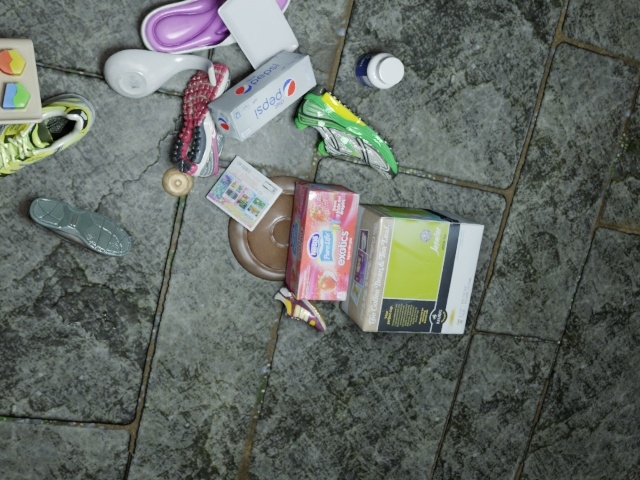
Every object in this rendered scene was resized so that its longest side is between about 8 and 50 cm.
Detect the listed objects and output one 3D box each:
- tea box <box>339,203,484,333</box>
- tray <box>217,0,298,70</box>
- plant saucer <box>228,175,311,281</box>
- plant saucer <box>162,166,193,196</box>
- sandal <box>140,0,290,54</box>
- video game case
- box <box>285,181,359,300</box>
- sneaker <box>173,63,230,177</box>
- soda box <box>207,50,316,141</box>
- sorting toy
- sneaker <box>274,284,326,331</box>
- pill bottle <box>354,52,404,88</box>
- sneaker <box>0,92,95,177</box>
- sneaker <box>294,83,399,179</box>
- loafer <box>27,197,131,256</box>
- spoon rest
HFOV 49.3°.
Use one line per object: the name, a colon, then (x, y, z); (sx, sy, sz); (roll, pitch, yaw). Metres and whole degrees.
tea box: (0.256, 0.080, 2.022); (0.323, 0.220, 0.329); (5, 102, -19)
tray: (-0.158, -0.540, 1.769); (0.145, 0.030, 0.270); (-48, 147, -7)
plant saucer: (-0.105, -0.027, 1.975); (0.310, 0.050, 0.311); (-4, 104, -15)
plant saucer: (-0.382, -0.157, 1.871); (0.083, 0.015, 0.083); (-4, 105, -16)
sandal: (-0.248, -0.569, 1.761); (0.416, 0.102, 0.169); (-29, 111, -9)
video game case: (-0.207, -0.128, 1.901); (0.157, 0.019, 0.143); (37, 91, 1)
box: (0.000, 0.000, 1.908); (0.142, 0.154, 0.300); (3, 104, -17)
sneaker: (-0.295, -0.313, 1.819); (0.112, 0.120, 0.299); (12, 95, -53)
soda box: (-0.146, -0.373, 1.785); (0.286, 0.098, 0.091); (-43, 135, -27)
sorting toy: (-0.738, -0.362, 1.571); (0.193, 0.038, 0.208); (-8, 84, -27)
sneaker: (-0.058, 0.206, 2.044); (0.084, 0.069, 0.185); (-35, 105, 3)
pill bottle: (0.160, -0.458, 1.880); (0.094, 0.169, 0.094); (-4, 105, -17)
sneaker: (-0.728, -0.242, 1.671); (0.384, 0.147, 0.145); (-32, 112, -6)
sneaker: (0.075, -0.276, 1.938); (0.343, 0.134, 0.146); (37, 98, -13)
loafer: (-0.623, -0.031, 1.807); (0.267, 0.084, 0.096); (28, 63, -25)
spoon rest: (-0.400, -0.420, 1.745); (0.276, 0.084, 0.137); (-3, 137, -1)
